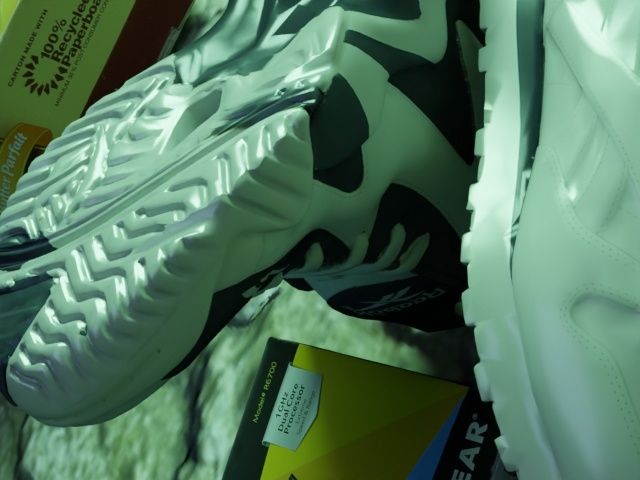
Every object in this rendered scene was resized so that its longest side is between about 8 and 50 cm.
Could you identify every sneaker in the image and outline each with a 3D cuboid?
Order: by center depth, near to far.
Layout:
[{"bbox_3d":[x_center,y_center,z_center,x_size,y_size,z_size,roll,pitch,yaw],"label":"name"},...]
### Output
[{"bbox_3d":[0.102,-0.011,0.504,0.094,0.090,0.235,-21,57,33],"label":"sneaker"},{"bbox_3d":[0.000,0.000,0.552,0.094,0.153,0.235,-5,40,32],"label":"sneaker"}]

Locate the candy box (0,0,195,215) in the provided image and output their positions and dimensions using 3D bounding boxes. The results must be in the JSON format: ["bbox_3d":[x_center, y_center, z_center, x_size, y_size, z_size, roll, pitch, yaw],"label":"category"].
[{"bbox_3d":[-0.201,-0.104,0.928,0.316,0.087,0.183,37,101,54],"label":"candy box"}]

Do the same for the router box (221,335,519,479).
[{"bbox_3d":[0.007,0.130,0.572,0.133,0.046,0.179,9,78,53],"label":"router box"}]
